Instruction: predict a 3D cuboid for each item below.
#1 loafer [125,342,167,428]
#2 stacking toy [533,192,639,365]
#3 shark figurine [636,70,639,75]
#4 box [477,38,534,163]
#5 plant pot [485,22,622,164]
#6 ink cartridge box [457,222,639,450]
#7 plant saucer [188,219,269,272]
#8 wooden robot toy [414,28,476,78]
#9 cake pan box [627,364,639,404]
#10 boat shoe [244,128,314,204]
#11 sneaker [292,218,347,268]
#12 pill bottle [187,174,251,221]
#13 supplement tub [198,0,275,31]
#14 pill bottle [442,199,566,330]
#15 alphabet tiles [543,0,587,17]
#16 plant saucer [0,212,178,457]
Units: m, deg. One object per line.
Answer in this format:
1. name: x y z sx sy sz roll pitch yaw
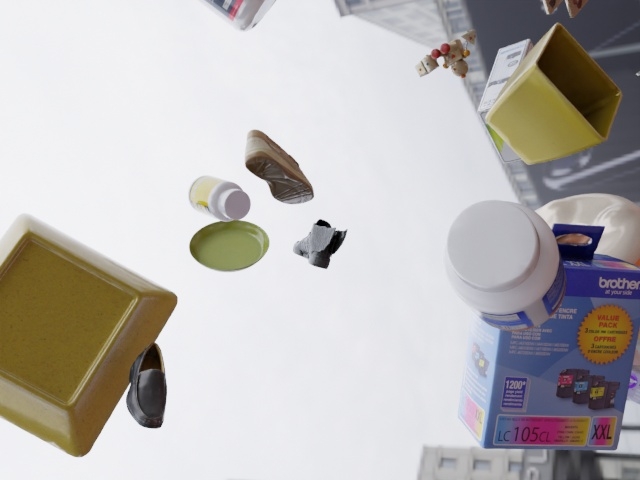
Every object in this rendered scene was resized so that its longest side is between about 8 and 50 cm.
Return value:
1. loafer: -0.272 0.228 1.293 0.062 0.170 0.061 13 -66 -25
2. stacking toy: 0.644 0.163 1.903 0.480 0.350 0.351 58 -144 -25
3. shark figurine: 0.588 -0.302 1.215 0.166 0.278 0.116 -16 -68 -18
4. box: 0.485 -0.346 2.022 0.169 0.087 0.290 54 -139 -30
5. plant pot: 0.474 -0.287 1.718 0.212 0.187 0.212 45 -135 -9
6. ink cartridge box: 0.409 0.160 1.452 0.151 0.269 0.396 -141 55 -75
7. plant saucer: -0.271 0.023 2.447 0.241 0.240 0.037 -62 -22 -47
8. wooden robot toy: 0.269 -0.367 1.696 0.076 0.173 0.079 -27 -89 -45
9. cake pan box: 0.776 0.347 1.741 0.267 0.245 0.070 14 -77 -54
10. boat shoe: -0.112 -0.209 2.377 0.341 0.121 0.110 46 -147 -58
11. sneaker: -0.002 -0.001 1.563 0.051 0.170 0.089 12 -81 -22
12. pill bottle: -0.159 -0.066 1.302 0.065 0.116 0.065 -9 -75 -33
13. supplement tub: -0.207 -0.573 1.656 0.272 0.191 0.191 37 -139 -5
14. pill bottle: 0.252 0.033 1.120 0.272 0.152 0.152 37 -127 -66
15. alphabet tiles: 0.519 -0.619 1.590 0.342 0.011 0.285 -49 -46 -14
16. plant saucer: -0.460 0.143 1.387 0.333 0.332 0.081 -62 2 -25
